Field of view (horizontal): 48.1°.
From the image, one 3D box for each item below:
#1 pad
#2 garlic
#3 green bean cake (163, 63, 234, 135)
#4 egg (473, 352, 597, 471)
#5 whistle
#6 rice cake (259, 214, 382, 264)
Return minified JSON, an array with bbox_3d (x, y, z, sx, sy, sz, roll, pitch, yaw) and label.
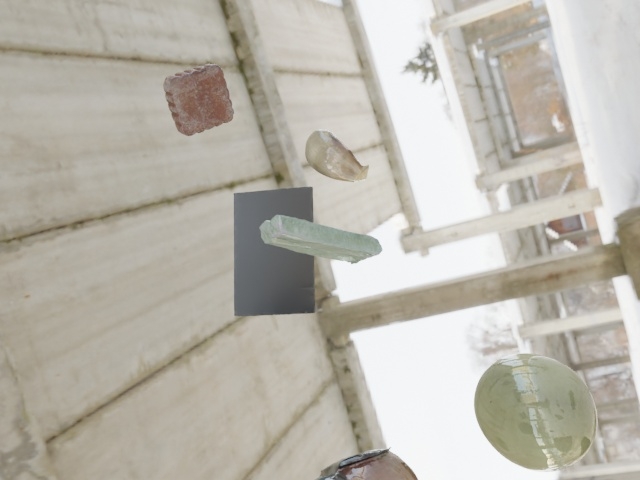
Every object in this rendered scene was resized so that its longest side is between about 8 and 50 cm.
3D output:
[{"bbox_3d":[-0.110,0.026,1.691,0.005,0.202,0.299,29,-122,-74],"label":"pad"},{"bbox_3d":[0.024,-0.207,1.692,0.129,0.090,0.198,16,-162,-36],"label":"garlic"},{"bbox_3d":[-0.268,-0.310,1.577,0.136,0.056,0.135,-24,-61,-24],"label":"green bean cake"},{"bbox_3d":[0.418,0.332,1.402,0.219,0.219,0.269,63,173,-28],"label":"egg"},{"bbox_3d":[0.026,0.404,1.045,0.348,0.189,0.189,10,-115,-41],"label":"whistle"},{"bbox_3d":[0.000,0.000,1.238,0.226,0.085,0.040,13,-111,-37],"label":"rice cake"}]
